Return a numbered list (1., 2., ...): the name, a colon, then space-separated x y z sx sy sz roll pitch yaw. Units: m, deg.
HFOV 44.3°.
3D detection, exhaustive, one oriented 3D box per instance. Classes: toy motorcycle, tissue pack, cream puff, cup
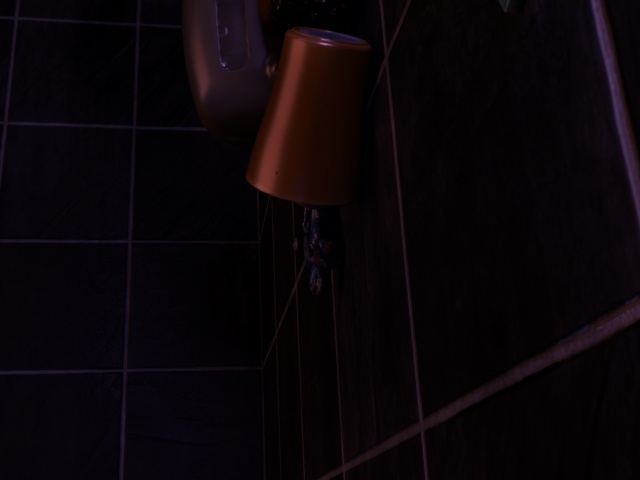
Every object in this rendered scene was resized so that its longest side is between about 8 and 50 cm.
1. toy motorcycle: 0.000 0.000 1.427 0.114 0.076 0.205 118 155 -51
2. tissue pack: -0.127 -0.388 1.511 0.277 0.267 0.387 43 -137 -75
3. cream puff: -0.020 -0.435 1.262 0.239 0.164 0.239 177 90 -78
4. cup: 0.000 -0.188 1.226 0.226 0.182 0.264 -35 -40 -62

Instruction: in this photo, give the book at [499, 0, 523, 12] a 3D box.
1. book: 0.157 -0.267 0.626 0.135 0.017 0.103 100 166 -45
